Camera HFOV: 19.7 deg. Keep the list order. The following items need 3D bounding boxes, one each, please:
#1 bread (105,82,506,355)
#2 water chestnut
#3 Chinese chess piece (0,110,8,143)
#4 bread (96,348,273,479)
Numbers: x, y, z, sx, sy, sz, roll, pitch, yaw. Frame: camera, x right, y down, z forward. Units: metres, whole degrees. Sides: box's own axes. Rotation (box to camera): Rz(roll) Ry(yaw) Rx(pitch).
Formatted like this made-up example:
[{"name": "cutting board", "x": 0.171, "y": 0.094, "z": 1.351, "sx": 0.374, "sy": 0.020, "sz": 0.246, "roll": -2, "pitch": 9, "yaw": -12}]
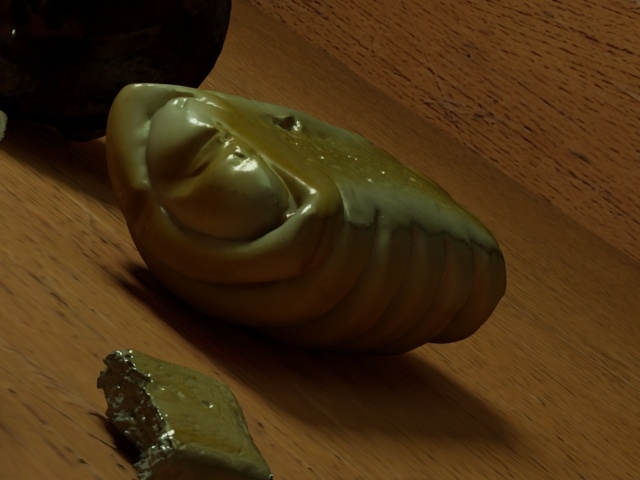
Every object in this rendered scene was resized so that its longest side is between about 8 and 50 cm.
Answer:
[{"name": "bread", "x": 0.000, "y": 0.000, "z": 1.157, "sx": 0.173, "sy": 0.121, "sz": 0.311, "roll": 41, "pitch": 14, "yaw": 32}, {"name": "water chestnut", "x": -0.175, "y": -0.189, "z": 1.283, "sx": 0.224, "sy": 0.238, "sz": 0.223, "roll": 2, "pitch": 50, "yaw": -3}, {"name": "Chinese chess piece", "x": -0.258, "y": -0.058, "z": 0.764, "sx": 0.257, "sy": 0.104, "sz": 0.257, "roll": 29, "pitch": 11, "yaw": -6}, {"name": "bread", "x": -0.059, "y": 0.086, "z": 0.825, "sx": 0.070, "sy": 0.035, "sz": 0.083, "roll": 22, "pitch": 20, "yaw": -37}]
